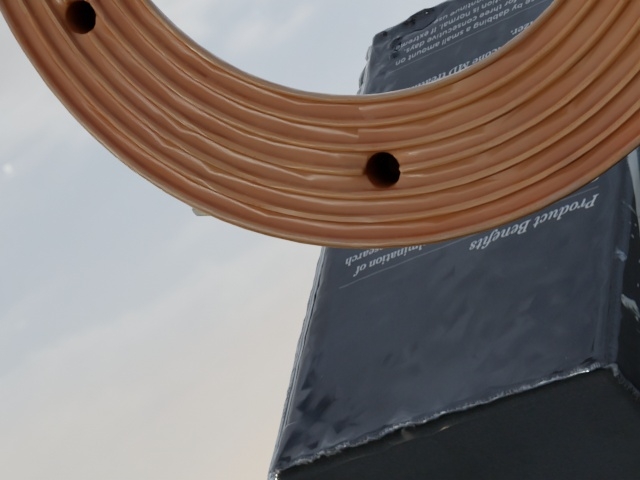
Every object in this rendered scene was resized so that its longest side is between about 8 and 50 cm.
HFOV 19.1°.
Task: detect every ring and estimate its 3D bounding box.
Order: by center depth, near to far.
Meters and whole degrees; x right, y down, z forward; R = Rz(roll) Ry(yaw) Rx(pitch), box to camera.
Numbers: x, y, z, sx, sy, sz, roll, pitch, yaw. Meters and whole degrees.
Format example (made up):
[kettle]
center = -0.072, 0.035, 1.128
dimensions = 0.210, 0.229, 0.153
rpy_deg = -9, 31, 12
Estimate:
[ring]
center = 0.010, -0.163, 0.703
dimensions = 0.336, 0.336, 0.032
rpy_deg = -39, -5, 24

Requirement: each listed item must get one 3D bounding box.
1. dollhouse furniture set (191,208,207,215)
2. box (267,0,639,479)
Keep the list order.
[dollhouse furniture set]
center = 0.000, 0.000, 1.675
dimensions = 0.123, 0.151, 0.144
rpy_deg = -37, 17, -25
[box]
center = 0.246, 0.096, 1.483
dimensions = 0.297, 0.480, 0.472
rpy_deg = -22, 37, 34
